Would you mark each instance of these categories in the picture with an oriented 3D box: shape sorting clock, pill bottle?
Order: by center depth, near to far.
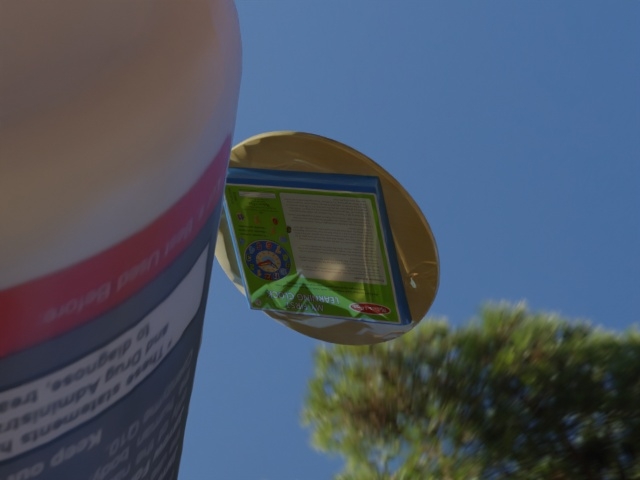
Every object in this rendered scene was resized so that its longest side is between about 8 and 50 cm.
[{"bbox_3d":[-0.147,0.072,0.493,0.210,0.363,0.210,7,-143,-6],"label":"pill bottle"},{"bbox_3d":[0.000,0.000,1.357,0.206,0.206,0.040,31,-139,7],"label":"shape sorting clock"}]
